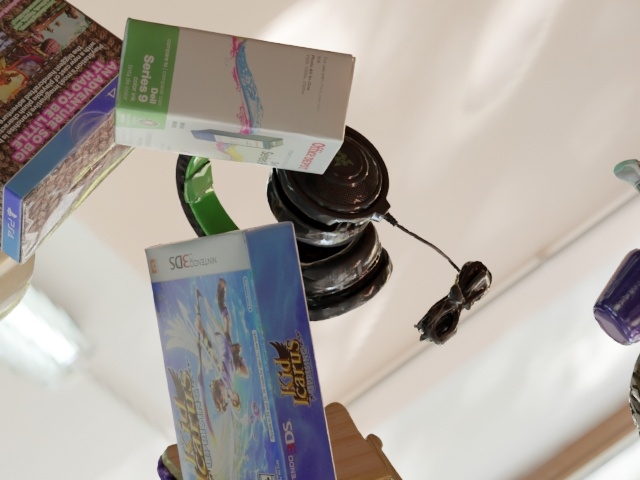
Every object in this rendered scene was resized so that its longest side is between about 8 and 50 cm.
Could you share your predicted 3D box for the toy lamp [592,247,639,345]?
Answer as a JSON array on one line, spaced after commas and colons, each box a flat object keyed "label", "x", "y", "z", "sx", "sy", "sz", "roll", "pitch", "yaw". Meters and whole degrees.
[{"label": "toy lamp", "x": 0.353, "y": -0.010, "z": 1.568, "sx": 0.080, "sy": 0.275, "sz": 0.080, "roll": 43, "pitch": 164, "yaw": 16}]

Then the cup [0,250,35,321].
[{"label": "cup", "x": -0.584, "y": 0.035, "z": 2.356, "sx": 0.331, "sy": 0.331, "sz": 0.237, "roll": 52, "pitch": -151, "yaw": -11}]

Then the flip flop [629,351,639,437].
[{"label": "flip flop", "x": 0.269, "y": 0.048, "z": 1.013, "sx": 0.080, "sy": 0.277, "sz": 0.112, "roll": -4, "pitch": -137, "yaw": -34}]

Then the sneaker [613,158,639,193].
[{"label": "sneaker", "x": 0.285, "y": -0.027, "z": 1.447, "sx": 0.098, "sy": 0.069, "sz": 0.038, "roll": 13, "pitch": 166, "yaw": 6}]

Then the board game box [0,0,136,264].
[{"label": "board game box", "x": -0.365, "y": -0.162, "z": 1.933, "sx": 0.291, "sy": 0.232, "sz": 0.141, "roll": 36, "pitch": 150, "yaw": 10}]

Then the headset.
[{"label": "headset", "x": 0.000, "y": 0.000, "z": 1.946, "sx": 0.394, "sy": 0.185, "sz": 0.243, "roll": 18, "pitch": 136, "yaw": 23}]

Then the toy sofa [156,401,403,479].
[{"label": "toy sofa", "x": -0.069, "y": 0.344, "z": 2.241, "sx": 0.363, "sy": 0.150, "sz": 0.177, "roll": -10, "pitch": -126, "yaw": -47}]

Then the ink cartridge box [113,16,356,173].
[{"label": "ink cartridge box", "x": -0.084, "y": -0.133, "z": 1.647, "sx": 0.154, "sy": 0.213, "sz": 0.093, "roll": 133, "pitch": 143, "yaw": -78}]

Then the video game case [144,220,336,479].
[{"label": "video game case", "x": -0.085, "y": 0.126, "z": 1.768, "sx": 0.244, "sy": 0.061, "sz": 0.269, "roll": -10, "pitch": 90, "yaw": 62}]
